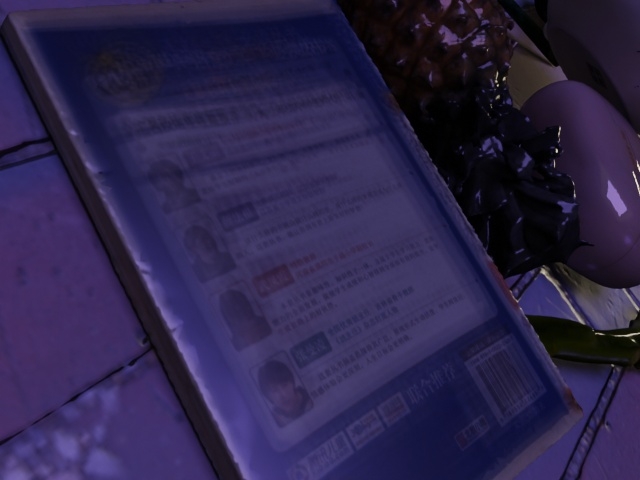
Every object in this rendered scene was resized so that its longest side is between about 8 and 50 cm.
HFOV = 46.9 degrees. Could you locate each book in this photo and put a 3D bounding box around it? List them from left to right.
[{"bbox_3d":[0.000,0.000,0.404,0.228,0.018,0.322,-19,75,-40],"label":"book"}]

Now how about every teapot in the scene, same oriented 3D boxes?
[{"bbox_3d":[0.316,-0.214,0.737,0.208,0.166,0.299,35,28,-33],"label":"teapot"}]

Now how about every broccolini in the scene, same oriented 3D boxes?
[{"bbox_3d":[0.243,0.061,0.599,0.392,0.078,0.074,11,21,-39],"label":"broccolini"}]

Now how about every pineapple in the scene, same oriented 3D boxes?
[{"bbox_3d":[0.100,-0.087,0.530,0.128,0.128,0.247,-13,77,-49],"label":"pineapple"}]

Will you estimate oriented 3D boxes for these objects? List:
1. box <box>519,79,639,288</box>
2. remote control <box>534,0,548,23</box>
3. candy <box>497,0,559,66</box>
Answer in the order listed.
[{"bbox_3d":[0.242,-0.052,0.659,0.146,0.088,0.200,25,45,-32],"label":"box"},{"bbox_3d":[0.372,-0.274,0.978,0.266,0.090,0.066,21,10,-38],"label":"remote control"},{"bbox_3d":[0.179,-0.273,0.789,0.324,0.097,0.097,30,43,-38],"label":"candy"}]
